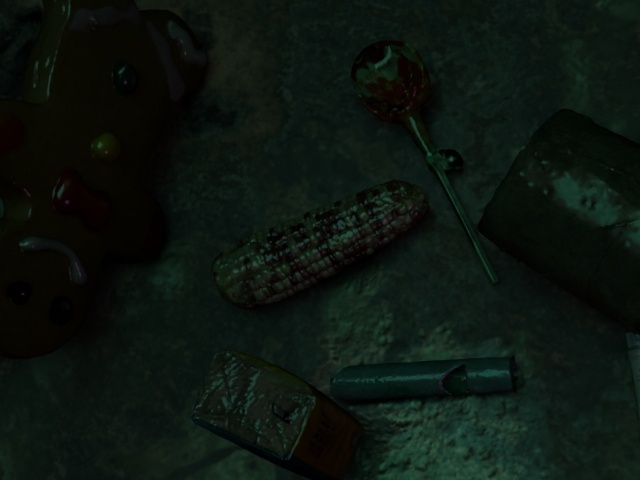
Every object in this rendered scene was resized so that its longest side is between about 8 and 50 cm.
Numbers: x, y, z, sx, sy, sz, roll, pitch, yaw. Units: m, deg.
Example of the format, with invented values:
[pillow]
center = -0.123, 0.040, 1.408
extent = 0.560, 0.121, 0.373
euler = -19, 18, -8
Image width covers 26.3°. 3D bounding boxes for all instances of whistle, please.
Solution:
[whistle]
center = 0.102, 0.138, 1.369
extent = 0.186, 0.039, 0.039
euler = -4, 73, 17

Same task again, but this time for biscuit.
[biscuit]
center = -0.241, -0.080, 1.416
extent = 0.064, 0.283, 0.432
euler = 1, 64, 37

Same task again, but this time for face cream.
[face cream]
center = 0.315, 0.141, 1.309
extent = 0.038, 0.020, 0.115
euler = -11, 74, 14

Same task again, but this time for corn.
[corn]
center = 0.000, 0.000, 1.425
extent = 0.237, 0.079, 0.080
euler = -27, 68, 7

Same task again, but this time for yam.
[yam]
center = 0.290, -0.008, 1.290
extent = 0.268, 0.161, 0.161
euler = 33, 86, 25

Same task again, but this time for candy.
[candy]
center = 0.116, -0.083, 1.418
extent = 0.078, 0.084, 0.288
euler = -27, 75, 4

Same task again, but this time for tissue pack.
[tissue pack]
center = -0.038, 0.175, 1.334
extent = 0.120, 0.169, 0.082
euler = 21, 79, 23

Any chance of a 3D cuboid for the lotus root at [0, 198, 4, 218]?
[lotus root]
center = -0.393, -0.001, 1.493
extent = 0.272, 0.192, 0.272
euler = -12, 58, 20
